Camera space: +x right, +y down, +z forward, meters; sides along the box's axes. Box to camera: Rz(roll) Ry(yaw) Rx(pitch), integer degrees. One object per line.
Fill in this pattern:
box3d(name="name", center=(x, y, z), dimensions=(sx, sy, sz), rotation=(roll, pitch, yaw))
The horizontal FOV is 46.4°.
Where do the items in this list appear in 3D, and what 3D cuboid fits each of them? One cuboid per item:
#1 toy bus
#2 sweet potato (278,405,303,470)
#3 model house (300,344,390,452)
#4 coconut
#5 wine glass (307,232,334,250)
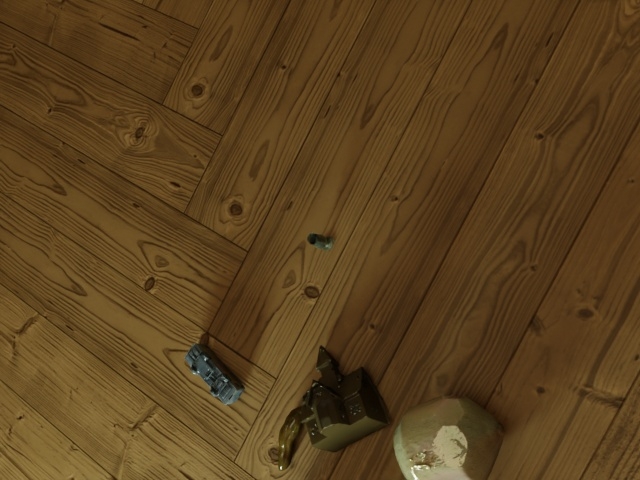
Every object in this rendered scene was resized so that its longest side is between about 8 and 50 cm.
box3d(name="toy bus", center=(-0.282, 0.355, 1.987), dimensions=(0.190, 0.075, 0.064), rotation=(41, 98, 26))
box3d(name="sweet potato", center=(-0.079, 0.494, 1.884), dimensions=(0.053, 0.054, 0.182), rotation=(23, 94, 35))
box3d(name="model house", center=(0.024, 0.358, 1.815), dimensions=(0.181, 0.176, 0.248), rotation=(-33, 53, 16))
box3d(name="coconut", center=(0.286, 0.443, 1.638), dimensions=(0.234, 0.224, 0.224), rotation=(-25, 71, 32))
box3d(name="wine glass", center=(0.000, 0.000, 1.911), dimensions=(0.042, 0.083, 0.039), rotation=(-20, 69, 23))
